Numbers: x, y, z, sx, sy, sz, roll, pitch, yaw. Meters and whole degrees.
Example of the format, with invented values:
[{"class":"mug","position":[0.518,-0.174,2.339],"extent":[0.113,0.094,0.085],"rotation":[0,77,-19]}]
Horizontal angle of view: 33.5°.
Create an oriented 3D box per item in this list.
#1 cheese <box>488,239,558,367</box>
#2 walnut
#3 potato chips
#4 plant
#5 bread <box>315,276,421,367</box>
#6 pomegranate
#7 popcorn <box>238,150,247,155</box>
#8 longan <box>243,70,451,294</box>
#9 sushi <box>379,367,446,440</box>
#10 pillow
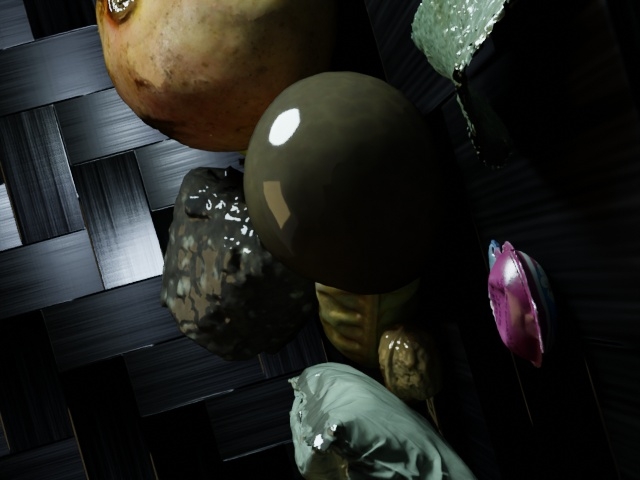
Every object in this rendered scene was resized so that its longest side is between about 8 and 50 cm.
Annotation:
[{"class":"cheese","position":[0.142,0.040,0.773],"extent":[0.145,0.038,0.095],"rotation":[-102,-1,-72]},{"class":"walnut","position":[0.107,0.142,1.252],"extent":[0.079,0.082,0.096],"rotation":[9,120,49]},{"class":"potato chips","position":[0.096,-0.130,0.658],"extent":[0.228,0.059,0.167],"rotation":[84,178,-62]},{"class":"plant","position":[-0.069,-0.016,1.369],"extent":[0.215,0.213,0.312],"rotation":[54,132,32]},{"class":"bread","position":[0.057,0.084,1.302],"extent":[0.232,0.128,0.088],"rotation":[81,-160,-58]},{"class":"pomegranate","position":[-0.120,-0.267,1.268],"extent":[0.322,0.322,0.322],"rotation":[164,90,-85]},{"class":"popcorn","position":[-0.092,-0.234,1.705],"extent":[0.204,0.184,0.221],"rotation":[-4,-107,-64]},{"class":"longan","position":[0.023,-0.051,0.978],"extent":[0.198,0.198,0.212],"rotation":[133,119,-84]},{"class":"sushi","position":[0.131,0.269,1.522],"extent":[0.264,0.050,0.290],"rotation":[124,130,-83]},{"class":"pillow","position":[0.084,0.269,1.239],"extent":[0.283,0.138,0.310],"rotation":[40,179,-10]}]
